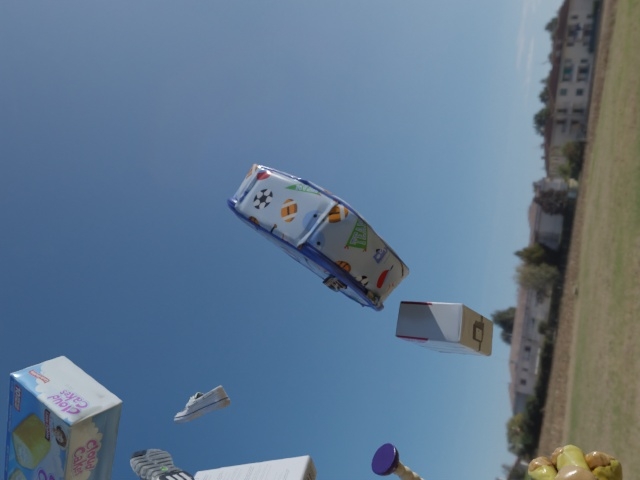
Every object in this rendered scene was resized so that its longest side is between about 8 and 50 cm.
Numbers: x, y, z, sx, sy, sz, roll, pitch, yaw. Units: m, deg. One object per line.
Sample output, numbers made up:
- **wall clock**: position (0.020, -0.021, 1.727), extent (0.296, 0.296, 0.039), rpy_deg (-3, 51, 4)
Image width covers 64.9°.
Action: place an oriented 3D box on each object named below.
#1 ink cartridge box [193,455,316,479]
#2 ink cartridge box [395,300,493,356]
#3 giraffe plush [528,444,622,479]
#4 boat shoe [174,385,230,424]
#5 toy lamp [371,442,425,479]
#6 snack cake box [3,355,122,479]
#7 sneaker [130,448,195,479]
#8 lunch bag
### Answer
- **ink cartridge box**: position (-0.198, 0.636, 1.126), extent (0.324, 0.330, 0.071), rpy_deg (-55, -55, -68)
- **ink cartridge box**: position (0.209, 0.147, 0.834), extent (0.150, 0.109, 0.063), rpy_deg (28, -114, -50)
- **giraffe plush**: position (0.448, 0.458, 0.870), extent (0.170, 0.181, 0.210), rpy_deg (38, -154, -45)
- **boat shoe**: position (-0.395, 0.540, 1.663), extent (0.083, 0.226, 0.076), rpy_deg (11, -124, -68)
- **toy lamp**: position (0.235, 0.545, 1.101), extent (0.274, 0.080, 0.080), rpy_deg (41, -128, -17)
- **snack cake box**: position (-0.409, 0.337, 0.788), extent (0.089, 0.152, 0.264), rpy_deg (-14, -56, -56)
- **sneaker**: position (-0.334, 0.521, 1.027), extent (0.086, 0.228, 0.132), rpy_deg (7, -94, -37)
- **lunch bag**: position (0.000, 0.000, 0.847), extent (0.115, 0.303, 0.243), rpy_deg (-52, -38, -5)
